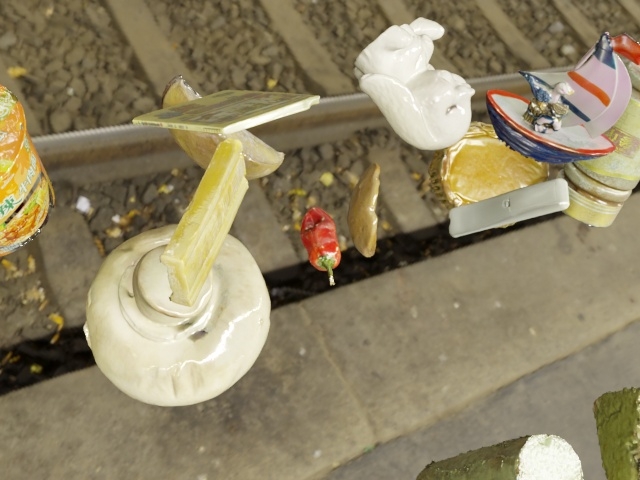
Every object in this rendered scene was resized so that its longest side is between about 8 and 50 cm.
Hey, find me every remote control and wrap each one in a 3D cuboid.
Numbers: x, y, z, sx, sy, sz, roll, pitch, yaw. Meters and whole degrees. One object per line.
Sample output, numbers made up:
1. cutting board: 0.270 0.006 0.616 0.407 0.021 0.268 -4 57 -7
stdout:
1. remote control: 0.269 -0.049 1.294 0.027 0.184 0.049 37 47 -45

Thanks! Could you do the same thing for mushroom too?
1. mushroom: -0.214 0.118 1.459 0.315 0.356 0.315 5 82 -42

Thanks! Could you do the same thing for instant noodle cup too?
1. instant noodle cup: -0.502 -0.091 1.282 0.230 0.182 0.230 -3 62 6

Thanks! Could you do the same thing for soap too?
1. soap: -0.155 -0.032 1.226 0.037 0.092 0.252 9 47 11

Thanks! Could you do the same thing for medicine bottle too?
1. medicine bottle: 0.615 -0.198 1.839 0.151 0.322 0.151 17 31 -11

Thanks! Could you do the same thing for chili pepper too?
1. chili pepper: 0.000 -0.001 1.382 0.050 0.059 0.191 41 18 -34

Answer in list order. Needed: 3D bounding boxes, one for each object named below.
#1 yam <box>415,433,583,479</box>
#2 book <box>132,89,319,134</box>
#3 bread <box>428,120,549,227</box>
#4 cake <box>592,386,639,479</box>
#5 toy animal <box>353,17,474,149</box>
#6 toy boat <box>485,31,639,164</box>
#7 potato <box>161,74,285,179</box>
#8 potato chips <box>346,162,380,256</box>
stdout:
1. yam: 0.323 0.458 1.638 0.168 0.304 0.168 16 59 -28
2. book: -0.123 -0.168 1.152 0.168 0.192 0.013 -26 117 -40
3. bread: 0.376 -0.147 2.007 0.254 0.142 0.227 16 87 -1
4. cake: 0.205 0.156 0.542 0.051 0.055 0.140 18 53 -20
5. toy animal: 0.206 -0.311 1.867 0.265 0.206 0.272 53 32 -1
6. toy boat: 0.414 -0.213 1.403 0.219 0.318 0.072 36 57 -23
7. potato: -0.185 -0.159 1.568 0.261 0.120 0.100 33 27 -34
8. potato chips: 0.084 -0.056 1.734 0.062 0.195 0.208 6 35 4
